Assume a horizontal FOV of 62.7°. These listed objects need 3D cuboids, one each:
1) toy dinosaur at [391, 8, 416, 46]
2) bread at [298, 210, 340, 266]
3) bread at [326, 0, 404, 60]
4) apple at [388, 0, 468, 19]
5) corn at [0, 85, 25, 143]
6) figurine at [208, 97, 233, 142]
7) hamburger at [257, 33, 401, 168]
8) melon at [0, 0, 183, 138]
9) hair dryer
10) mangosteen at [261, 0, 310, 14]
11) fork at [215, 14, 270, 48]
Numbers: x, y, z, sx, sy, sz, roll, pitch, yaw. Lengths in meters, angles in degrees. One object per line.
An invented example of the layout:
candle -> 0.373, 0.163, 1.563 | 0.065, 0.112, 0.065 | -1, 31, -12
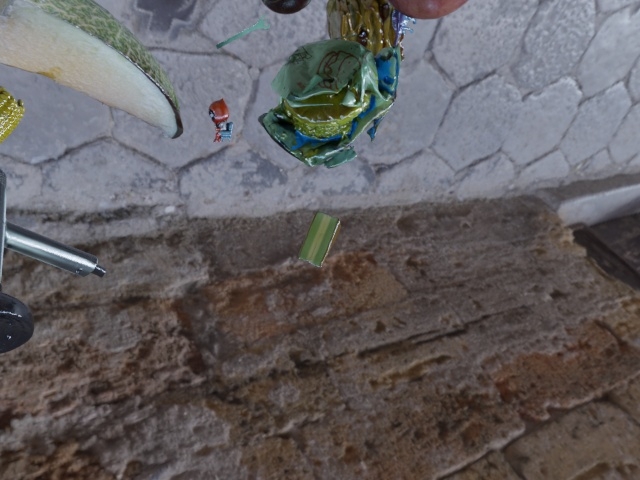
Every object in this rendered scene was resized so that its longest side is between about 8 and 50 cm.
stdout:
toy dinosaur -> 0.242, -0.647, 1.540 | 0.080, 0.045, 0.197 | 1, 100, -48
bread -> -0.002, 0.005, 1.382 | 0.084, 0.074, 0.139 | 76, 34, -75
bread -> 0.116, -0.719, 1.739 | 0.191, 0.370, 0.314 | -26, 142, -6
apple -> 0.143, -0.363, 0.684 | 0.153, 0.153, 0.120 | -29, 151, -8
corn -> -0.557, -0.144, 0.809 | 0.238, 0.080, 0.080 | -54, 147, -15
figurine -> -0.323, -0.391, 1.711 | 0.075, 0.068, 0.140 | -6, 102, -8
hamburger -> 0.008, -0.288, 1.015 | 0.276, 0.260, 0.150 | -61, 160, -7
melon -> -0.183, -0.146, 0.447 | 0.182, 0.054, 0.098 | 21, 140, -40
hair dryer -> -0.482, 0.046, 0.892 | 0.284, 0.320, 0.155 | 26, 129, -37
mangosteen -> -0.133, -0.967, 1.939 | 0.231, 0.231, 0.289 | -40, -177, 7
fork -> -0.201, -0.565, 1.427 | 0.235, 0.021, 0.039 | -49, 121, -40
